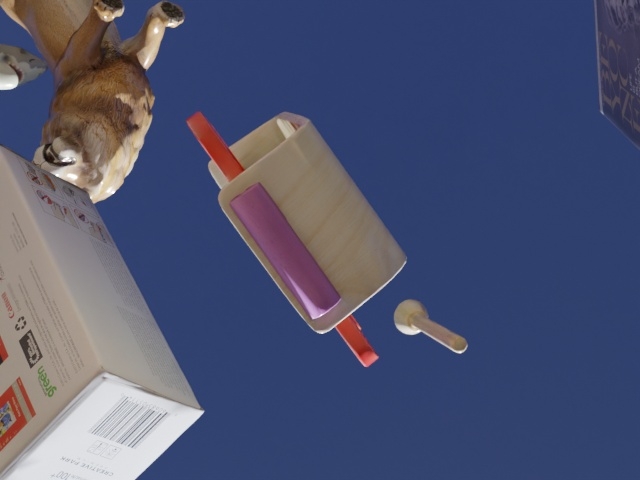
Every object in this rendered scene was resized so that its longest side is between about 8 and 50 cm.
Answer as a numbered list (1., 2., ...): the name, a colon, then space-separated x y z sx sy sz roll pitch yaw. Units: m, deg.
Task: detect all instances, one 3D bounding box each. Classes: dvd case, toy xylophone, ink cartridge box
1. dvd case: 0.206 -0.146 0.903 0.018 0.164 0.221 -6 -164 3
2. toy xylophone: 0.000 0.000 1.005 0.081 0.323 0.236 -36 -89 -1
3. ink cartridge box: -0.290 0.117 1.223 0.272 0.130 0.309 -44 -131 13

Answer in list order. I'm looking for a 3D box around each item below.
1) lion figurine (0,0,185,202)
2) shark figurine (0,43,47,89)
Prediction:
1. lion figurine: -0.286 -0.242 1.531 0.240 0.142 0.392 -51 -128 41
2. shark figurine: -0.409 -0.234 1.344 0.166 0.278 0.116 -27 -126 1
